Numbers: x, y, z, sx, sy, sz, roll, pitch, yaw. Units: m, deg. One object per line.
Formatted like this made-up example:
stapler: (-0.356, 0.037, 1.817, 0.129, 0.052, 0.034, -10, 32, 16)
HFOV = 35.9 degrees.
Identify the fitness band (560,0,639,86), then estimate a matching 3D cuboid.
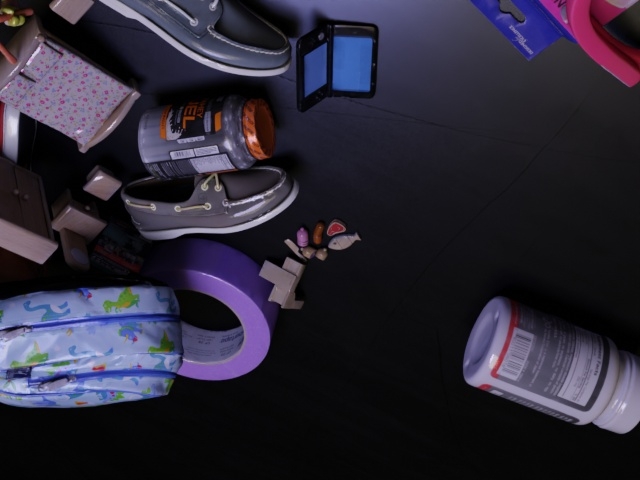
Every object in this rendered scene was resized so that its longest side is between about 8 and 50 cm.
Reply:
fitness band: (0.429, -0.298, 1.235, 0.209, 0.054, 0.291, -36, 140, 30)

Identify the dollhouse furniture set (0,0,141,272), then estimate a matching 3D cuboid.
dollhouse furniture set: (-0.357, -0.147, 1.481, 0.355, 0.174, 0.303, -43, 134, 18)

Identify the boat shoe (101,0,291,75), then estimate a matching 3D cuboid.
boat shoe: (-0.177, -0.333, 1.369, 0.319, 0.116, 0.099, 27, 134, -4)

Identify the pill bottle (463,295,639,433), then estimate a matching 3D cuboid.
pill bottle: (0.400, 0.214, 1.669, 0.283, 0.161, 0.161, 21, 131, -6)

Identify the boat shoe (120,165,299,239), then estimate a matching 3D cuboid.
boat shoe: (-0.183, -0.073, 1.592, 0.305, 0.109, 0.091, -10, 132, 24)

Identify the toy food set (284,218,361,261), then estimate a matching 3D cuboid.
toy food set: (0.000, 0.000, 1.671, 0.122, 0.019, 0.078, -27, 119, 30)

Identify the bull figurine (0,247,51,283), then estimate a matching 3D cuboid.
bull figurine: (-0.613, 0.009, 1.703, 0.310, 0.188, 0.101, 19, 130, -4)

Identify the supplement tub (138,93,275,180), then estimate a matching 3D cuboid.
supplement tub: (-0.172, -0.159, 1.512, 0.190, 0.117, 0.117, -7, 128, 17)

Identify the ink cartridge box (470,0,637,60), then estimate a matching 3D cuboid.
ink cartridge box: (0.353, -0.379, 1.249, 0.176, 0.069, 0.371, 39, 129, -21)

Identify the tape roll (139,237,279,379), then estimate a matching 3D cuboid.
tape roll: (-0.216, 0.128, 1.782, 0.275, 0.090, 0.274, 7, 131, 8)

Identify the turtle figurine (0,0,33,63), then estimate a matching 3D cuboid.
turtle figurine: (-0.424, -0.392, 1.328, 0.217, 0.087, 0.269, -35, 125, -11)

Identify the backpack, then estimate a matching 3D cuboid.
backpack: (-0.395, 0.159, 1.570, 0.356, 0.273, 0.290, -20, 168, -7)

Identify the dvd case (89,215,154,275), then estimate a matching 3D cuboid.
dvd case: (-0.341, 0.016, 1.694, 0.087, 0.119, 0.013, 29, 130, -13)

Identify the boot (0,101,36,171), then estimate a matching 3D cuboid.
boot: (-0.564, -0.165, 1.618, 0.176, 0.088, 0.244, 21, 134, -3)

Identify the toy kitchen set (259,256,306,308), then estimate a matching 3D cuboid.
toy kitchen set: (-0.061, 0.069, 1.740, 0.068, 0.075, 0.083, 27, 96, 25)

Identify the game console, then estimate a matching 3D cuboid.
game console: (0.023, -0.247, 1.428, 0.071, 0.107, 0.122, 27, 136, 28)
